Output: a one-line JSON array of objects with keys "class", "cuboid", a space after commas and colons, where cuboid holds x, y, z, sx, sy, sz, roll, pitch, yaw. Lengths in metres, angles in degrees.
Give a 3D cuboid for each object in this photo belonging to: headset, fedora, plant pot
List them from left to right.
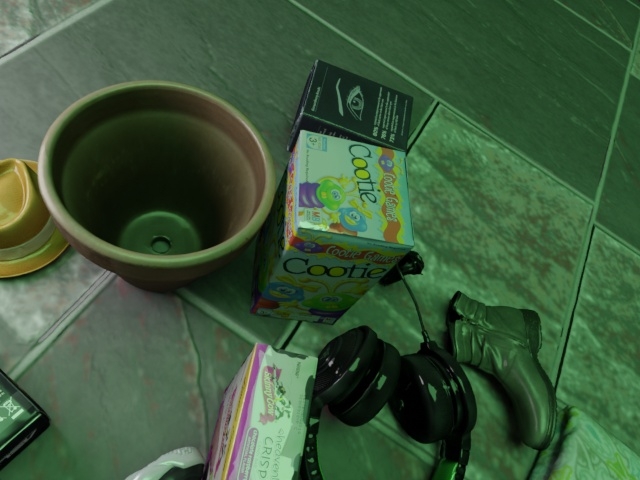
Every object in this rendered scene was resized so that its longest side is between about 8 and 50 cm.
[{"class": "fedora", "cuboid": [-0.431, -0.048, 0.667, 0.194, 0.079, 0.194, 9, 59, -16]}, {"class": "plant pot", "cuboid": [-0.210, -0.036, 0.651, 0.263, 0.229, 0.263, 9, 59, -16]}, {"class": "headset", "cuboid": [0.094, 0.205, 0.712, 0.243, 0.185, 0.394, 18, 73, -15]}]

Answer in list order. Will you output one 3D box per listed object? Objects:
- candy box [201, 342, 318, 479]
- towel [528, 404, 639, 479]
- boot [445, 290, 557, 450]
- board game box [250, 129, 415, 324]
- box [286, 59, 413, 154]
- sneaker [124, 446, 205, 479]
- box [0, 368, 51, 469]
[{"class": "candy box", "cuboid": [-0.080, 0.228, 0.550, 0.071, 0.233, 0.159, 17, 57, -11]}, {"class": "towel", "cuboid": [0.421, 0.479, 0.682, 0.320, 0.090, 0.374, 42, 56, 5]}, {"class": "boot", "cuboid": [0.281, 0.207, 0.798, 0.161, 0.083, 0.246, 11, 53, -6]}, {"class": "board game box", "cuboid": [0.000, 0.000, 0.681, 0.142, 0.275, 0.144, 9, 59, -15]}, {"class": "box", "cuboid": [0.057, -0.223, 0.926, 0.207, 0.108, 0.153, 19, 58, -9]}, {"class": "sneaker", "cuboid": [-0.195, 0.358, 0.499, 0.153, 0.101, 0.268, 36, 61, 21]}, {"class": "box", "cuboid": [-0.544, 0.219, 0.468, 0.318, 0.097, 0.395, 41, 57, 3]}]
